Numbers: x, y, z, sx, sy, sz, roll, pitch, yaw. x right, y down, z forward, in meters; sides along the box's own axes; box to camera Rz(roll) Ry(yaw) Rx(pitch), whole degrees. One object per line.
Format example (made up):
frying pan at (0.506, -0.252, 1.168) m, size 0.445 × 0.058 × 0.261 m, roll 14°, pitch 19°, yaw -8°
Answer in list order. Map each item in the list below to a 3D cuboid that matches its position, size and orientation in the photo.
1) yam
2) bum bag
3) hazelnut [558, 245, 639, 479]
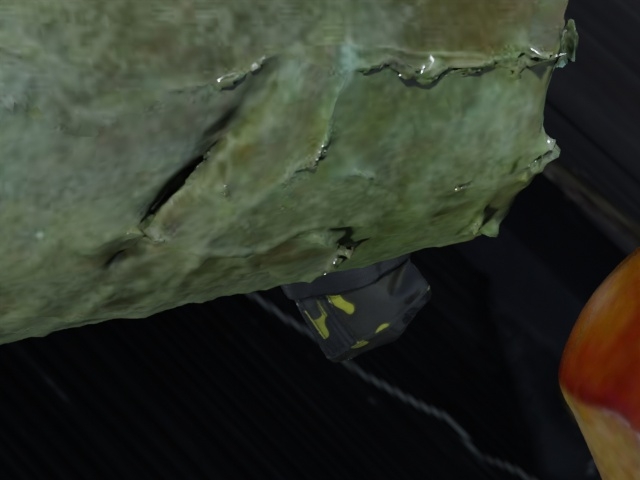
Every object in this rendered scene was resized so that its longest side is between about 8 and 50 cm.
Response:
yam at (-0.080, -0.065, 0.387) m, size 0.300 × 0.195 × 0.195 m, roll -11°, pitch -26°, yaw -16°
bum bag at (0.000, 0.000, 1.004) m, size 0.107 × 0.060 × 0.232 m, roll -29°, pitch -55°, yaw 7°
hazelnut at (0.387, 0.135, 1.105) m, size 0.366 × 0.366 × 0.366 m, roll -42°, pitch -14°, yaw -13°
